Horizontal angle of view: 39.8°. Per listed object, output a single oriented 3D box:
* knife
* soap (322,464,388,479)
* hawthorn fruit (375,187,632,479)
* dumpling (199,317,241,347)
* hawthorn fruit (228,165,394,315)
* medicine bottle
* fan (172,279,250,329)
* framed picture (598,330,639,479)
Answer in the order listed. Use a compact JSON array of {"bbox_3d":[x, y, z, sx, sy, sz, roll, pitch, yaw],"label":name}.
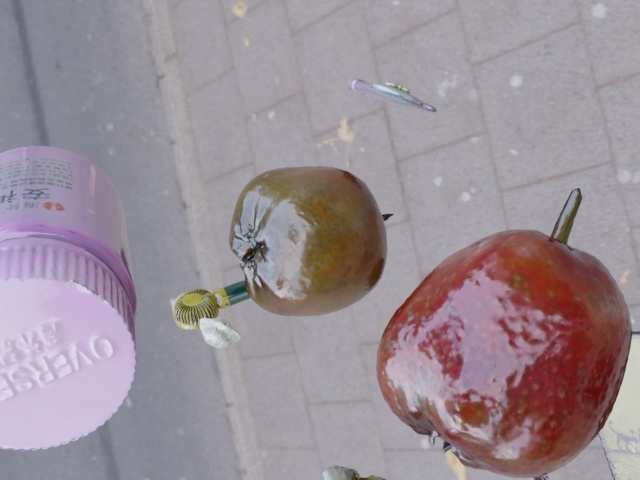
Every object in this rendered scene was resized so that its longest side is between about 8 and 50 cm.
[{"bbox_3d":[0.127,-0.302,1.785,0.038,0.132,0.398,-66,16,6],"label":"knife"},{"bbox_3d":[0.086,0.309,0.764,0.274,0.173,0.089,-120,53,-77],"label":"soap"},{"bbox_3d":[0.233,0.104,1.070,0.284,0.284,0.369,26,95,41],"label":"hawthorn fruit"},{"bbox_3d":[-0.153,0.144,1.377,0.059,0.043,0.077,-6,121,25],"label":"dumpling"},{"bbox_3d":[0.000,0.000,1.557,0.268,0.300,0.268,170,90,-67],"label":"hawthorn fruit"},{"bbox_3d":[-0.264,0.040,0.823,0.291,0.178,0.178,-118,37,-60],"label":"medicine bottle"},{"bbox_3d":[-0.193,0.108,1.601,0.082,0.155,0.039,47,153,50],"label":"fan"},{"bbox_3d":[0.559,0.288,1.416,0.255,0.014,0.339,-5,116,40],"label":"framed picture"}]
